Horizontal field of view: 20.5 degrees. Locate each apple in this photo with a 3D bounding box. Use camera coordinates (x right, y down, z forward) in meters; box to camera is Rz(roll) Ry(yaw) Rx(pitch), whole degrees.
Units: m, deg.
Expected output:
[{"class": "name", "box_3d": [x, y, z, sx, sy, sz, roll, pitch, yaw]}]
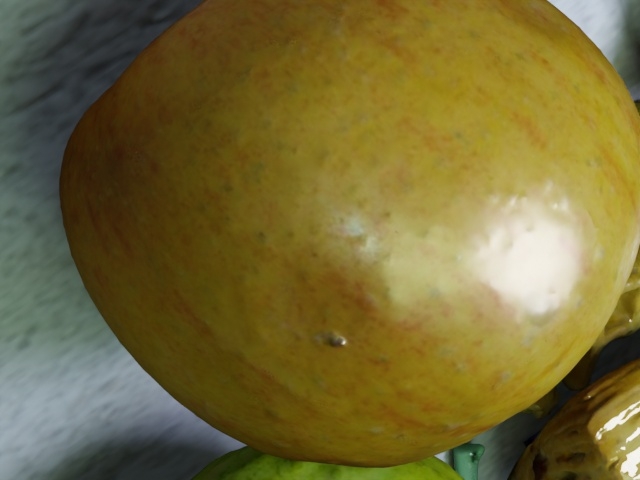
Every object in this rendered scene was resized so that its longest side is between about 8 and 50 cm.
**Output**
[{"class": "apple", "box_3d": [0.015, -0.029, 0.952, 0.275, 0.299, 0.299, 38, 92, -14]}]

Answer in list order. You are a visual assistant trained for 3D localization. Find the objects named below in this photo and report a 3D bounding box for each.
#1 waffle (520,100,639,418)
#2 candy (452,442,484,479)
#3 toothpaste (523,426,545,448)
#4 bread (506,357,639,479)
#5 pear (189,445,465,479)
[{"class": "waffle", "box_3d": [0.173, 0.023, 1.231, 0.229, 0.057, 0.219, -14, 123, -28]}, {"class": "candy", "box_3d": [0.129, 0.348, 1.374, 0.119, 0.119, 0.439, -21, 118, -24]}, {"class": "toothpaste", "box_3d": [0.190, 0.135, 1.337, 0.083, 0.015, 0.024, -36, 132, -6]}, {"class": "bread", "box_3d": [0.261, 0.149, 1.285, 0.235, 0.099, 0.210, -17, 157, -24]}, {"class": "pear", "box_3d": [0.002, 0.301, 1.078, 0.391, 0.391, 0.391, -16, 124, -26]}]
